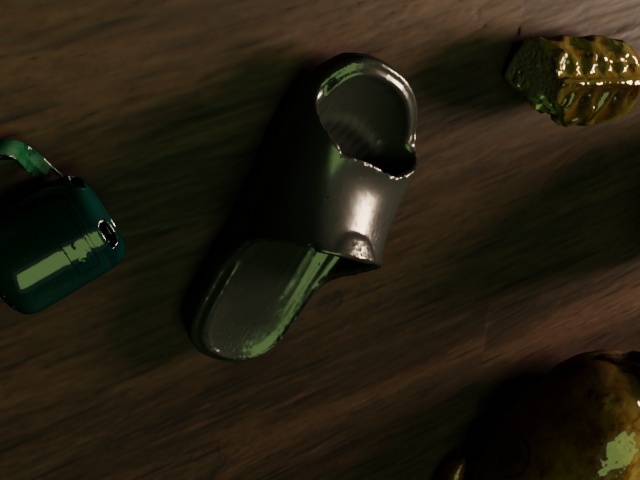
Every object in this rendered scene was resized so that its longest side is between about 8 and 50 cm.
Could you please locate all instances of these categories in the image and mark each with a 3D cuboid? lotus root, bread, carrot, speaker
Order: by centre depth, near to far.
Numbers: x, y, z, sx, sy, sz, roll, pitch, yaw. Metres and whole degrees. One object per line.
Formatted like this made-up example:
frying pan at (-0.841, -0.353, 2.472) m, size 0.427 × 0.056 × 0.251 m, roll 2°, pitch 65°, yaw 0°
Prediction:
speaker at (-0.162, -0.012, 0.527) m, size 0.075 × 0.060 × 0.094 m, roll -32°, pitch 102°, yaw -10°
bread at (0.192, -0.117, 0.689) m, size 0.110 × 0.060 × 0.066 m, roll -7°, pitch 98°, yaw -33°
lotus root at (0.254, 0.212, 0.943) m, size 0.169 × 0.141 × 0.314 m, roll 24°, pitch 117°, yaw -42°
carrot at (0.113, 0.300, 0.993) m, size 0.037 × 0.037 × 0.190 m, roll 4°, pitch 117°, yaw -38°

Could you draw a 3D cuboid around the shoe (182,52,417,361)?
shoe at (0.000, 0.000, 0.619) m, size 0.108 × 0.093 × 0.241 m, roll 14°, pitch 116°, yaw -41°
